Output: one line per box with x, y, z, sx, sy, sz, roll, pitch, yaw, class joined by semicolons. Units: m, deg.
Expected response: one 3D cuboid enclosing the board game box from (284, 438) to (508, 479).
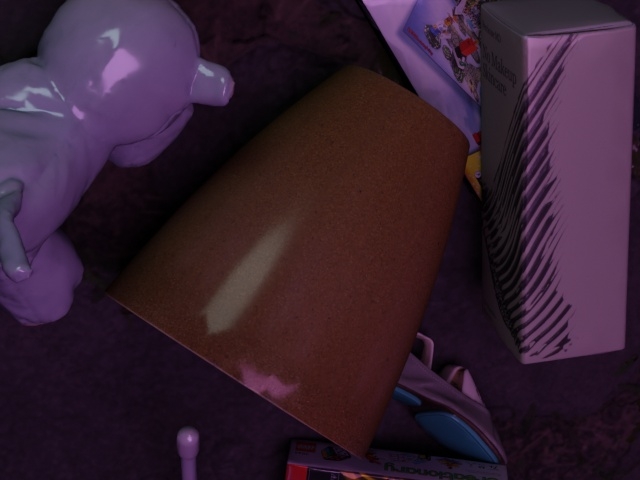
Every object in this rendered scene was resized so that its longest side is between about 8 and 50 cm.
0.051;0.334;1.426;0.193;0.053;0.305;7;110;2;board game box

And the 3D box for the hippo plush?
-0.211;-0.103;1.129;0.234;0.294;0.236;40;77;3;hippo plush

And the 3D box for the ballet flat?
0.097;0.125;1.382;0.213;0.072;0.068;36;68;-27;ballet flat

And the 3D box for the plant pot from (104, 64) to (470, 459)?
0.000;0.000;1.233;0.237;0.237;0.254;35;85;-24;plant pot

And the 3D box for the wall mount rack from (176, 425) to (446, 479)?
-0.023;0.286;1.318;0.350;0.130;0.304;11;110;2;wall mount rack

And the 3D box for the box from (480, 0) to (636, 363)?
0.185;-0.049;1.262;0.094;0.113;0.275;-8;112;-11;box

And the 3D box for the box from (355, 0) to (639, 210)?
0.149;-0.150;1.298;0.159;0.044;0.233;-33;115;-1;box
